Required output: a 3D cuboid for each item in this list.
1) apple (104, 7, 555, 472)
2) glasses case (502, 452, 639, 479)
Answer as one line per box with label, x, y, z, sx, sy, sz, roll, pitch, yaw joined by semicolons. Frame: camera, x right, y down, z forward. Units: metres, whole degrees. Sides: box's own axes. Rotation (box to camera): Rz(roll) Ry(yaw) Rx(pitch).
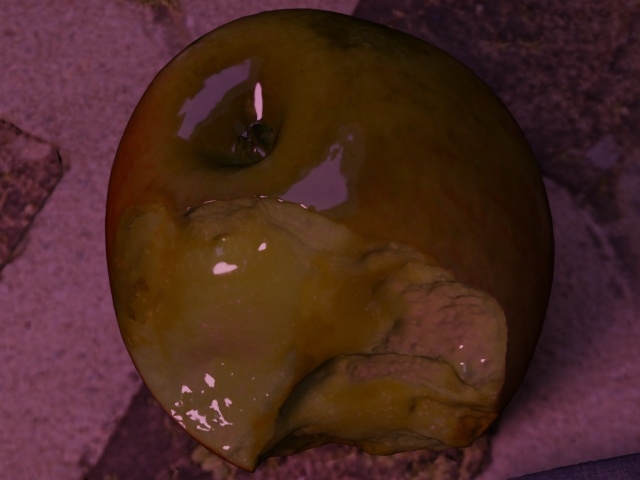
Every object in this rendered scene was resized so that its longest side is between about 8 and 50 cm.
apple;0.000;0.000;0.887;0.246;0.226;0.246;-6;58;10
glasses case;0.188;0.160;0.847;0.282;0.067;0.109;-9;55;1
